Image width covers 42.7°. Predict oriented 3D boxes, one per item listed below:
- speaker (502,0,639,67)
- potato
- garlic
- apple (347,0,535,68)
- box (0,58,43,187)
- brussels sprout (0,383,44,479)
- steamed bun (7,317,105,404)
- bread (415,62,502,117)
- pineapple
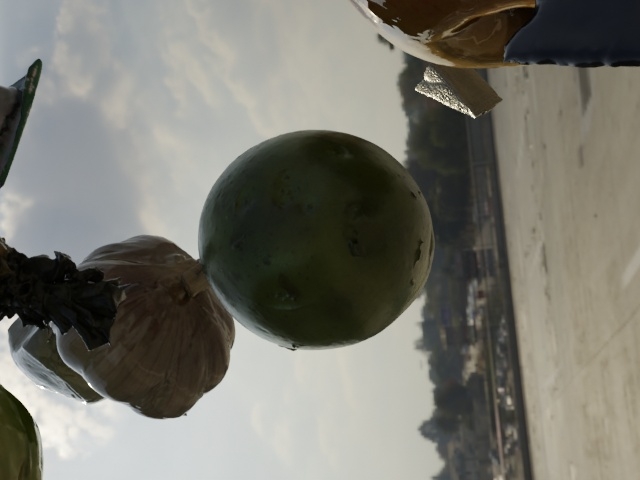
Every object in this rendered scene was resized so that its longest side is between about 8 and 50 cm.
[{"bbox_3d":[0.271,-0.192,0.433,0.388,0.180,0.184,-12,-71,-38],"label":"speaker"},{"bbox_3d":[0.002,-0.003,0.772,0.304,0.216,0.215,-32,-64,-75],"label":"potato"},{"bbox_3d":[-0.286,0.139,1.347,0.241,0.322,0.322,114,162,-53],"label":"garlic"},{"bbox_3d":[0.149,-0.317,0.681,0.364,0.364,0.364,-6,-90,-79],"label":"apple"},{"bbox_3d":[-0.618,-0.162,1.372,0.106,0.337,0.264,32,-124,-39],"label":"box"},{"bbox_3d":[-0.516,0.307,1.108,0.294,0.259,0.227,50,-167,8],"label":"brussels sprout"},{"bbox_3d":[-0.469,0.203,1.641,0.236,0.383,0.247,47,-111,-16],"label":"steamed bun"},{"bbox_3d":[0.268,-0.287,1.599,0.152,0.077,0.105,53,160,13],"label":"bread"},{"bbox_3d":[-0.335,0.049,0.878,0.128,0.248,0.128,-42,38,44],"label":"pineapple"}]
